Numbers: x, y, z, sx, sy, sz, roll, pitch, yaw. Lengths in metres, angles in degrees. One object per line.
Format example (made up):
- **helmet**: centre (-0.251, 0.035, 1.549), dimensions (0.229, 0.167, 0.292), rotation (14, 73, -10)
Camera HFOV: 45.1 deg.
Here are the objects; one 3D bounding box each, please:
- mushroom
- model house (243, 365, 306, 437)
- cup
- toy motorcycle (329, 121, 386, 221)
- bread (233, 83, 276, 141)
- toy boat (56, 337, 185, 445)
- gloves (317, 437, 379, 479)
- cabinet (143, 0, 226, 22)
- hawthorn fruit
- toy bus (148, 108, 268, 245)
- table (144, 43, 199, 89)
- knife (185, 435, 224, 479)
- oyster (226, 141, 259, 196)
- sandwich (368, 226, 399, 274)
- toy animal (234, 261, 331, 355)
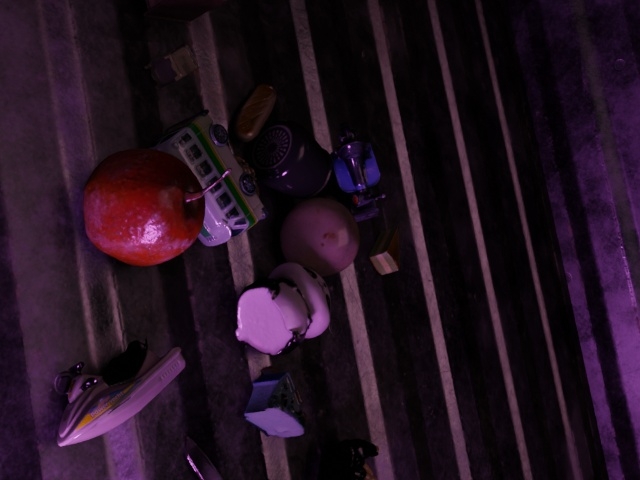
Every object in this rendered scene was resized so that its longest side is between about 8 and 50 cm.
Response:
- **mushroom**: centre (0.000, 0.000, 1.934), dimensions (0.204, 0.204, 0.204), rotation (19, 64, -46)
- **model house**: centre (-0.093, 0.353, 1.753), dimensions (0.148, 0.119, 0.148), rotation (40, 43, -36)
- **cup**: centre (-0.077, -0.214, 1.921), dimensions (0.176, 0.169, 0.223), rotation (29, 27, -47)
- **toy motorcycle**: centre (0.097, -0.169, 2.013), dimensions (0.358, 0.125, 0.212), rotation (69, 4, -79)
- **bread**: centre (-0.165, -0.313, 1.912), dimensions (0.073, 0.053, 0.214), rotation (18, 49, 2)
- **toy boat**: centre (-0.377, 0.268, 1.413), dimensions (0.269, 0.141, 0.141), rotation (-22, 95, -49)
- **gloves**: centre (0.081, 0.561, 1.892), dimensions (0.164, 0.124, 0.203), rotation (-52, 150, -13)
- **cabinet**: centre (-0.299, -0.613, 1.720), dimensions (0.148, 0.215, 0.175), rotation (-10, 88, -50)
- **hawthorn fruit**: centre (-0.339, -0.060, 1.494), dimensions (0.231, 0.263, 0.235), rotation (5, 102, -28)
- **toy bus**: centre (-0.252, -0.124, 1.686), dimensions (0.276, 0.133, 0.165), rotation (60, 41, -17)
- **table**: centre (-0.332, -0.386, 1.714), dimensions (0.083, 0.079, 0.062), rotation (-47, 116, -45)
- **knife**: centre (-0.226, 0.505, 1.611), dimensions (0.230, 0.028, 0.060), rotation (62, 28, -12)
- **oyster**: centre (-0.187, -0.153, 1.797), dimensions (0.056, 0.105, 0.177), rotation (-29, 103, -20)
- **sandwich**: centre (0.199, 0.030, 2.231), dimensions (0.074, 0.074, 0.116), rotation (52, 43, -23)
- **toy animal**: centre (-0.073, 0.151, 1.788), dimensions (0.235, 0.165, 0.187), rotation (-27, 89, -49)
